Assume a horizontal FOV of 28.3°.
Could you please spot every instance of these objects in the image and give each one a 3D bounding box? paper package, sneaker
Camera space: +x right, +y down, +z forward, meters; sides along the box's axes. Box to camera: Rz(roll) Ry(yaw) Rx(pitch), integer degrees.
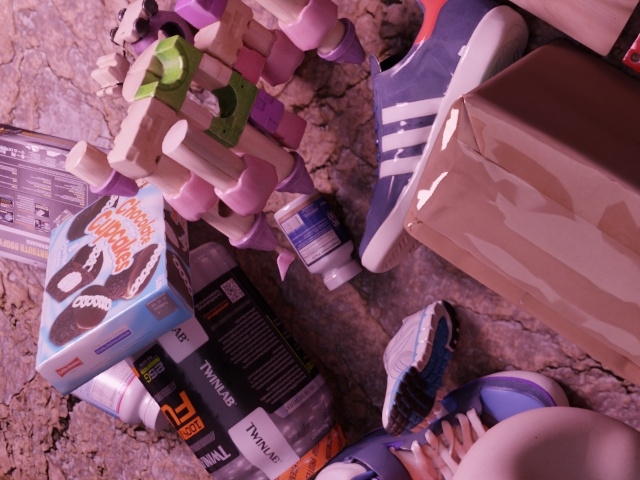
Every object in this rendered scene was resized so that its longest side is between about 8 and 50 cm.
[{"bbox_3d":[0.283,-0.043,1.277,0.309,0.325,0.168,34,120,13],"label":"paper package"},{"bbox_3d":[0.128,0.279,1.520,0.322,0.236,0.130,-24,95,32],"label":"sneaker"},{"bbox_3d":[0.106,0.160,1.537,0.083,0.191,0.071,-17,125,41],"label":"sneaker"},{"bbox_3d":[0.104,-0.133,1.467,0.148,0.131,0.350,34,114,21],"label":"sneaker"}]

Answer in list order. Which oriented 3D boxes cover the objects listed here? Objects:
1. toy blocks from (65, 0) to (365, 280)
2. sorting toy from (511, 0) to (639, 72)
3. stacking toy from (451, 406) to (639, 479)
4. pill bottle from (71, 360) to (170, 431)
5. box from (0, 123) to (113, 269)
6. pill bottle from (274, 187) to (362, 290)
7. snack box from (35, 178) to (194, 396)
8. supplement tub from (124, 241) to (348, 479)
[{"bbox_3d":[-0.103,-0.136,1.506,0.260,0.289,0.309,33,155,-33],"label":"toy blocks"},{"bbox_3d":[0.294,-0.283,1.352,0.274,0.046,0.132,34,119,14],"label":"sorting toy"},{"bbox_3d":[0.210,0.427,1.502,0.350,0.350,0.480,49,145,5],"label":"stacking toy"},{"bbox_3d":[-0.281,0.206,1.796,0.160,0.087,0.087,25,117,17],"label":"pill bottle"},{"bbox_3d":[-0.382,-0.053,1.777,0.231,0.056,0.183,14,114,23],"label":"box"},{"bbox_3d":[0.000,0.000,1.590,0.067,0.067,0.120,-33,90,32],"label":"pill bottle"},{"bbox_3d":[-0.251,0.035,1.560,0.187,0.322,0.060,-32,119,10],"label":"snack box"},{"bbox_3d":[-0.116,0.176,1.638,0.193,0.193,0.316,-39,87,32],"label":"supplement tub"}]
